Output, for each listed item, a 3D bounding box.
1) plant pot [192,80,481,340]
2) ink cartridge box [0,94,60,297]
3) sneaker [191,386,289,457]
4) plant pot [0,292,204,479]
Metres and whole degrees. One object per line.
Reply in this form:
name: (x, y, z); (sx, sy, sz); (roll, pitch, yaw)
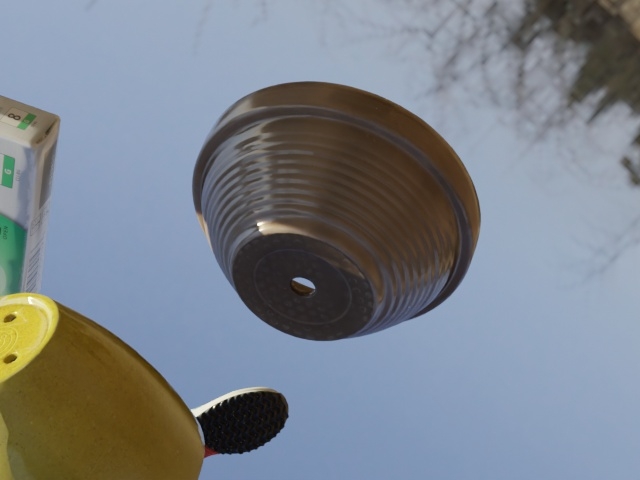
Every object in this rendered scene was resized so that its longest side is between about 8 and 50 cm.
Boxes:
plant pot: (0.000, 0.000, 1.300); (0.237, 0.237, 0.110); (39, -136, -14)
ink cartridge box: (-0.322, -0.050, 1.310); (0.224, 0.181, 0.056); (18, -142, 6)
sneaker: (-0.109, 0.165, 1.453); (0.075, 0.161, 0.057); (32, 144, 65)
plant pot: (-0.133, 0.082, 0.761); (0.134, 0.134, 0.095); (-113, 0, -58)
